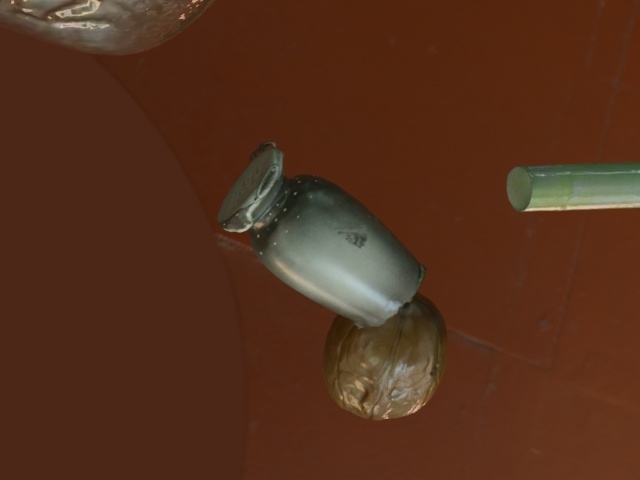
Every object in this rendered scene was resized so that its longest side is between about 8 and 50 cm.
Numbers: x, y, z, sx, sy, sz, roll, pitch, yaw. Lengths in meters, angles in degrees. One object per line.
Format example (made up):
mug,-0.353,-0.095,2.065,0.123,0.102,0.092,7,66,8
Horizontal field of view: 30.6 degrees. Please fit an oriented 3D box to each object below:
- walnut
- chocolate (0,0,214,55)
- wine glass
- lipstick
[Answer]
walnut,0.088,0.154,1.590,0.167,0.207,0.167,9,36,-7
chocolate,-0.150,-0.148,0.463,0.261,0.161,0.083,25,57,-21
wine glass,0.000,0.000,1.175,0.204,0.111,0.111,38,69,-19
lipstick,0.434,-0.083,1.794,0.304,0.076,0.076,-3,84,-24
